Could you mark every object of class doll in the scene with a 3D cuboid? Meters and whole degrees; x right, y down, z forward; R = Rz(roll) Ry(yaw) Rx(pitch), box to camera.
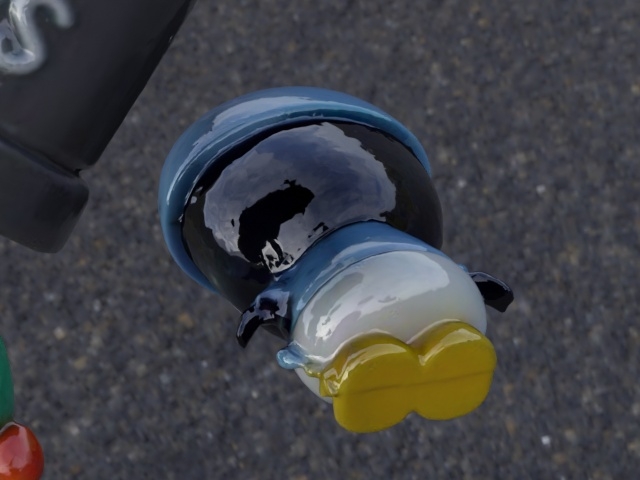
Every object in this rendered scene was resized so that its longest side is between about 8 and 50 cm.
[{"bbox_3d":[0.000,0.000,0.903,0.177,0.141,0.314,-7,33,-17],"label":"doll"}]

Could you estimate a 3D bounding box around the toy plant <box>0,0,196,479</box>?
[{"bbox_3d":[-0.223,-0.040,0.731,0.400,0.279,0.185,-54,27,3],"label":"toy plant"}]
